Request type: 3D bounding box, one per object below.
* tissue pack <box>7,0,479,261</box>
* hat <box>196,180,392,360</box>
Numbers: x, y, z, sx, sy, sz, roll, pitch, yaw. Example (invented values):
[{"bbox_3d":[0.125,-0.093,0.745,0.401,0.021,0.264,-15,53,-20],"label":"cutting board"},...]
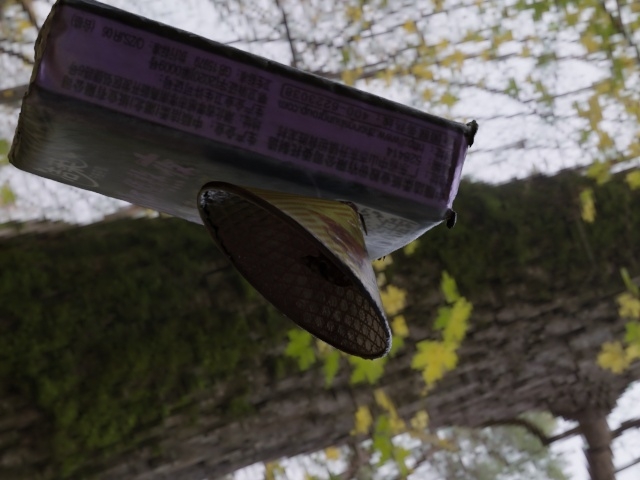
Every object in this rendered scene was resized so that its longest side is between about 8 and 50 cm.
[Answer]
[{"bbox_3d":[-0.081,-0.080,1.131,0.259,0.361,0.122,146,-40,-70],"label":"tissue pack"},{"bbox_3d":[0.000,0.000,1.019,0.193,0.082,0.193,36,-19,15],"label":"hat"}]
